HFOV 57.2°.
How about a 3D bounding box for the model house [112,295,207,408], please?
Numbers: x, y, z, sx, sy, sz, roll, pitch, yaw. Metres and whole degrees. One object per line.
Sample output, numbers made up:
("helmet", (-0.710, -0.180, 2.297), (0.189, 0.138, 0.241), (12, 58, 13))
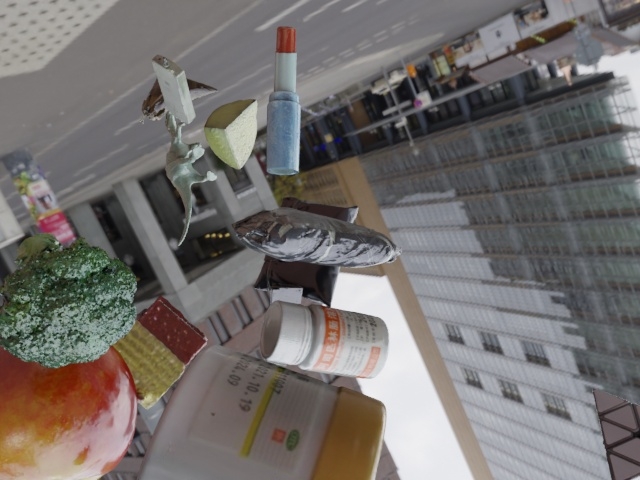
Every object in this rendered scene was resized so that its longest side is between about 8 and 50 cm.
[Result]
("model house", (-0.444, 0.295, 1.513), (0.160, 0.196, 0.254), (-43, -173, 27))

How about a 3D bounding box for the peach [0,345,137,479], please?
("peach", (-0.576, 0.353, 1.253), (0.388, 0.388, 0.388), (-23, -170, 4))

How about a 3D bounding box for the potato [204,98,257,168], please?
("potato", (-0.212, -0.262, 1.437), (0.081, 0.120, 0.149), (12, -135, 25))

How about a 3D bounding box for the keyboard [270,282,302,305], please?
("keyboard", (-0.085, 0.168, 1.388), (0.072, 0.231, 0.023), (0, -127, -7))

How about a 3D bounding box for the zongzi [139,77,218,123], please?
("zongzi", (-0.419, -0.410, 1.740), (0.084, 0.184, 0.187), (110, -4, -61))

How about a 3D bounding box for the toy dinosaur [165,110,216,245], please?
("toy dinosaur", (-0.376, -0.184, 1.658), (0.205, 0.393, 0.092), (-1, -177, 44))

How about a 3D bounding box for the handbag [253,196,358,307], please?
("handbag", (-0.037, 0.020, 1.415), (0.211, 0.254, 0.089), (10, 166, 24))

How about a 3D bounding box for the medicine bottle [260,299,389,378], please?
("medicine bottle", (0.009, 0.209, 1.244), (0.252, 0.144, 0.144), (13, 179, -18))

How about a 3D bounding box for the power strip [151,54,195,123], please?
("power strip", (-0.342, -0.355, 1.376), (0.029, 0.080, 0.227), (-51, 168, -20))

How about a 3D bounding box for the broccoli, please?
("broccoli", (-0.465, 0.094, 1.068), (0.270, 0.270, 0.270), (-30, 151, -18))

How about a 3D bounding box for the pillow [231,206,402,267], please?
("pillow", (0.000, 0.000, 1.113), (0.335, 0.092, 0.161), (10, -171, -35))

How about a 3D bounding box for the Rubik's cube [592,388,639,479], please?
("Rubik's cube", (0.827, 0.552, 1.528), (0.233, 0.228, 0.229), (-63, -175, -11))

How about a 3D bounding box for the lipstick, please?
("lipstick", (-0.065, -0.258, 1.061), (0.061, 0.274, 0.068), (1, 175, -2))

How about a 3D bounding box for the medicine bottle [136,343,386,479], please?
("medicine bottle", (-0.065, 0.265, 0.685), (0.232, 0.238, 0.238), (19, -162, 5))
